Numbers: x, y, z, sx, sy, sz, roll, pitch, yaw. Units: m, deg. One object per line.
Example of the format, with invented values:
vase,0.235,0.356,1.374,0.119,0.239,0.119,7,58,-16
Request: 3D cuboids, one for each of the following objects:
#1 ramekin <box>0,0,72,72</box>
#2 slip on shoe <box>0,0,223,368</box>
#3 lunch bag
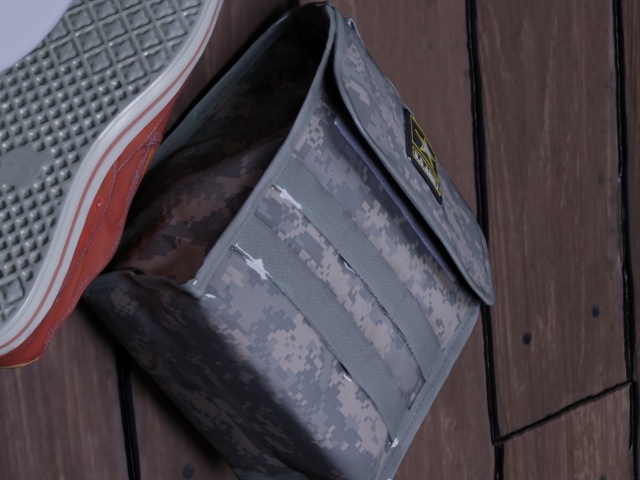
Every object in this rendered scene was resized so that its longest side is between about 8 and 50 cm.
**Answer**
ramekin,-0.254,-0.207,1.017,0.277,0.135,0.277,-10,104,-43
slip on shoe,-0.157,-0.065,1.167,0.101,0.123,0.331,74,38,-66
lunch bag,0.000,0.000,1.279,0.235,0.169,0.287,53,55,-32
